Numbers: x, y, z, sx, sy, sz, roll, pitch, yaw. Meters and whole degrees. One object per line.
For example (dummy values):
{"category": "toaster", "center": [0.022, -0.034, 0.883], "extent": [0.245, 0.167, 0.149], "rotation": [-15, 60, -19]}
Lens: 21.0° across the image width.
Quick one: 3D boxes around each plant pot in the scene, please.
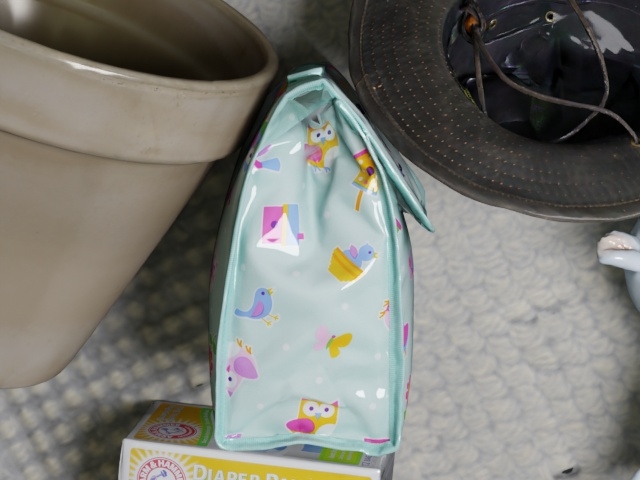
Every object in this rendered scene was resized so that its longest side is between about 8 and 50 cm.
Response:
{"category": "plant pot", "center": [-0.230, -0.060, 1.234], "extent": [0.323, 0.323, 0.280], "rotation": [24, 109, 2]}

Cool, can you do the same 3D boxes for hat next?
{"category": "hat", "center": [0.182, -0.107, 1.239], "extent": [0.331, 0.331, 0.134], "rotation": [7, 143, 6]}

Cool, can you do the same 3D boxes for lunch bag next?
{"category": "lunch bag", "center": [0.000, 0.000, 1.255], "extent": [0.160, 0.223, 0.262], "rotation": [2, 100, 2]}

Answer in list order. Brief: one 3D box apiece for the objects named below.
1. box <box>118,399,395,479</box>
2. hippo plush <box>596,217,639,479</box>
{"category": "box", "center": [-0.050, 0.200, 1.359], "extent": [0.203, 0.114, 0.103], "rotation": [6, 102, 8]}
{"category": "hippo plush", "center": [0.330, 0.075, 1.266], "extent": [0.294, 0.234, 0.236], "rotation": [-23, 77, 52]}
